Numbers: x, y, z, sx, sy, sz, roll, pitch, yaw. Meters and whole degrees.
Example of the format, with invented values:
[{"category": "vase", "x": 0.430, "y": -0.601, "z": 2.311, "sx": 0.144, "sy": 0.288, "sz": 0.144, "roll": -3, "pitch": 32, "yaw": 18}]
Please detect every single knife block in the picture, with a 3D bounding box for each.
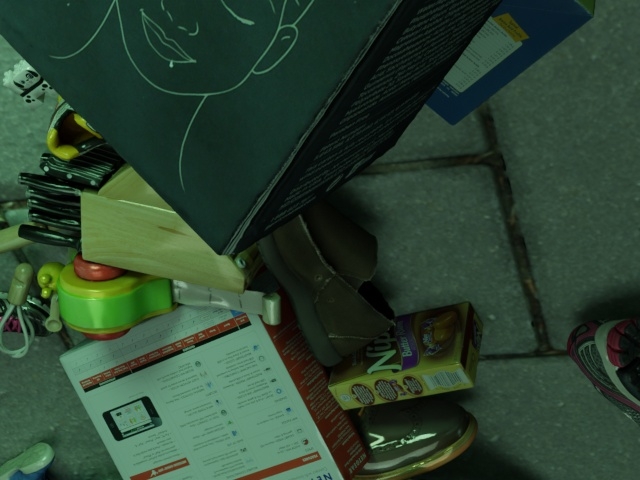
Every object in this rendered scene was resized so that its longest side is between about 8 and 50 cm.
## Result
[{"category": "knife block", "x": -0.238, "y": -0.012, "z": 1.762, "sx": 0.242, "sy": 0.088, "sz": 0.275, "roll": -33, "pitch": 104, "yaw": 30}]

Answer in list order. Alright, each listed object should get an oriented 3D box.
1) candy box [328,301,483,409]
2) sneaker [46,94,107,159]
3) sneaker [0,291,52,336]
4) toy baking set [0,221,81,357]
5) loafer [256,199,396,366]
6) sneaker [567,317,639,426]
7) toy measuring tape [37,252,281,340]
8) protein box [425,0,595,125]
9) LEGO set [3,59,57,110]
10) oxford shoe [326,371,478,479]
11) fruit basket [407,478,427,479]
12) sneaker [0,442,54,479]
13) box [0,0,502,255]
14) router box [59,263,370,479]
[{"category": "candy box", "x": 0.110, "y": 0.150, "z": 1.839, "sx": 0.187, "sy": 0.109, "sz": 0.053, "roll": -15, "pitch": 127, "yaw": 26}, {"category": "sneaker", "x": -0.233, "y": -0.161, "z": 1.654, "sx": 0.088, "sy": 0.092, "sz": 0.225, "roll": 40, "pitch": 129, "yaw": -22}, {"category": "sneaker", "x": -0.449, "y": 0.109, "z": 1.972, "sx": 0.170, "sy": 0.075, "sz": 0.063, "roll": 17, "pitch": 134, "yaw": -1}, {"category": "toy baking set", "x": -0.384, "y": 0.066, "z": 1.892, "sx": 0.256, "sy": 0.030, "sz": 0.196, "roll": -14, "pitch": 119, "yaw": 5}, {"category": "loafer", "x": 0.000, "y": 0.000, "z": 1.737, "sx": 0.130, "sy": 0.134, "sz": 0.366, "roll": -20, "pitch": 136, "yaw": 4}, {"category": "sneaker", "x": 0.432, "y": 0.191, "z": 1.805, "sx": 0.299, "sy": 0.121, "sz": 0.112, "roll": 46, "pitch": 156, "yaw": -27}, {"category": "toy measuring tape", "x": -0.216, "y": 0.077, "z": 1.773, "sx": 0.330, "sy": 0.121, "sz": 0.121, "roll": 10, "pitch": 135, "yaw": 21}, {"category": "protein box", "x": 0.139, "y": -0.264, "z": 1.430, "sx": 0.200, "sy": 0.136, "sz": 0.201, "roll": 37, "pitch": 130, "yaw": -19}, {"category": "LEGO set", "x": -0.280, "y": -0.247, "z": 1.588, "sx": 0.227, "sy": 0.087, "sz": 0.093, "roll": -29, "pitch": 135, "yaw": 34}, {"category": "oxford shoe", "x": 0.029, "y": 0.245, "z": 1.940, "sx": 0.364, "sy": 0.130, "sz": 0.132, "roll": -6, "pitch": 124, "yaw": 20}, {"category": "fruit basket", "x": 0.159, "y": 0.467, "z": 2.017, "sx": 0.353, "sy": 0.165, "sz": 0.327, "roll": 11, "pitch": 120, "yaw": -42}, {"category": "sneaker", "x": -0.437, "y": 0.369, "z": 2.218, "sx": 0.084, "sy": 0.058, "sz": 0.152, "roll": 45, "pitch": 132, "yaw": -18}, {"category": "box", "x": -0.064, "y": -0.337, "z": 1.198, "sx": 0.480, "sy": 0.297, "sz": 0.472, "roll": 45, "pitch": 134, "yaw": 8}, {"category": "router box", "x": -0.147, "y": 0.224, "z": 1.913, "sx": 0.335, "sy": 0.082, "sz": 0.301, "roll": -23, "pitch": 98, "yaw": 31}]
